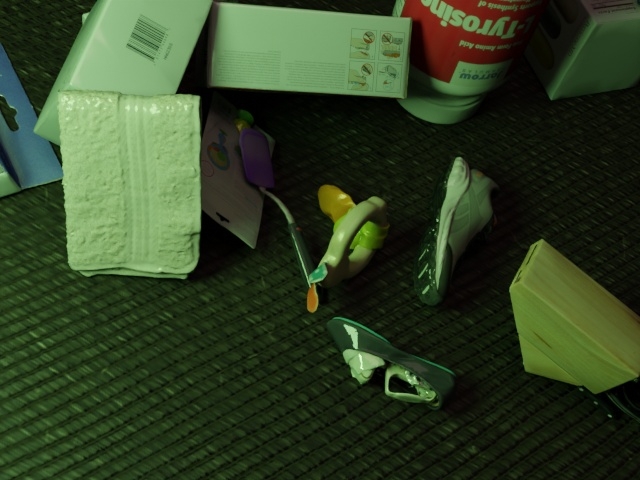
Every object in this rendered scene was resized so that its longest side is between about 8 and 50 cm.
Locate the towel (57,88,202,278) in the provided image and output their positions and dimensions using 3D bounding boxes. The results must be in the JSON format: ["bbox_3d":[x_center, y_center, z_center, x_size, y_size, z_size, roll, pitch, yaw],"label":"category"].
[{"bbox_3d":[-0.253,-0.068,1.207,0.187,0.282,0.049,2,33,-4],"label":"towel"}]

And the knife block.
[{"bbox_3d":[0.402,0.139,1.240,0.242,0.276,0.088,10,49,31],"label":"knife block"}]

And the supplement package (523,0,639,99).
[{"bbox_3d":[0.483,-0.430,1.645,0.198,0.199,0.263,-11,61,-19],"label":"supplement package"}]

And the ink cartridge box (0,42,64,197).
[{"bbox_3d":[-0.581,-0.176,1.330,0.307,0.072,0.303,-22,64,-22],"label":"ink cartridge box"}]

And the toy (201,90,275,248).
[{"bbox_3d":[-0.145,-0.105,1.369,0.137,0.056,0.237,39,43,-31],"label":"toy"}]

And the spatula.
[{"bbox_3d":[-0.057,-0.039,1.353,0.084,0.030,0.296,10,51,-60],"label":"spatula"}]

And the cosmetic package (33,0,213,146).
[{"bbox_3d":[-0.290,-0.251,1.302,0.138,0.224,0.224,26,67,-22],"label":"cosmetic package"}]

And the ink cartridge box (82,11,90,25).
[{"bbox_3d":[-0.304,-0.342,1.499,0.150,0.063,0.109,-25,66,-26],"label":"ink cartridge box"}]

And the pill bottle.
[{"bbox_3d":[0.239,-0.382,1.435,0.229,0.408,0.229,5,56,-8],"label":"pill bottle"}]

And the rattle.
[{"bbox_3d":[0.000,0.000,1.312,0.143,0.130,0.199,41,63,11],"label":"rattle"}]

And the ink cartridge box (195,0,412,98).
[{"bbox_3d":[-0.041,-0.303,1.457,0.309,0.272,0.130,1,100,-13],"label":"ink cartridge box"}]

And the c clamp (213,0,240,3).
[{"bbox_3d":[-0.153,-0.373,1.581,0.137,0.022,0.161,-22,66,-18],"label":"c clamp"}]

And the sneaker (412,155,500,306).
[{"bbox_3d":[0.214,-0.013,1.379,0.108,0.100,0.271,24,55,-3],"label":"sneaker"}]

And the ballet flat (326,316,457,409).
[{"bbox_3d":[0.092,0.176,1.245,0.203,0.074,0.074,26,56,3],"label":"ballet flat"}]

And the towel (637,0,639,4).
[{"bbox_3d":[0.596,-0.416,1.523,0.119,0.029,0.067,-31,72,-27],"label":"towel"}]
